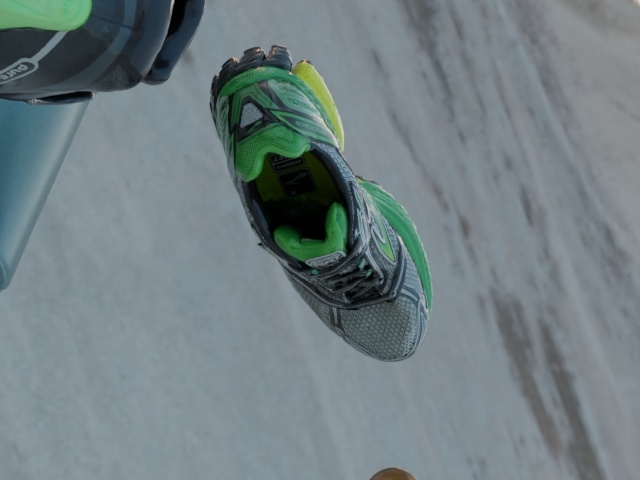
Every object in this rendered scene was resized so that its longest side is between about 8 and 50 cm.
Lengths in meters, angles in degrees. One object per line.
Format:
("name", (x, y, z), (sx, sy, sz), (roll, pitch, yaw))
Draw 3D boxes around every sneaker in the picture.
("sneaker", (0.000, 0.000, 1.239), (0.343, 0.134, 0.146), (55, 18, -35))
("sneaker", (-0.181, -0.170, 0.900), (0.202, 0.185, 0.483), (20, 16, -14))

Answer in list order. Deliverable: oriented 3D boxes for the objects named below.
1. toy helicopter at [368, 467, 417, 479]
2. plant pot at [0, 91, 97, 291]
("toy helicopter", (0.064, 0.330, 1.005), (0.355, 0.140, 0.235), (-79, 148, -46))
("plant pot", (-0.364, -0.134, 1.279), (0.341, 0.341, 0.334), (55, 39, -52))
